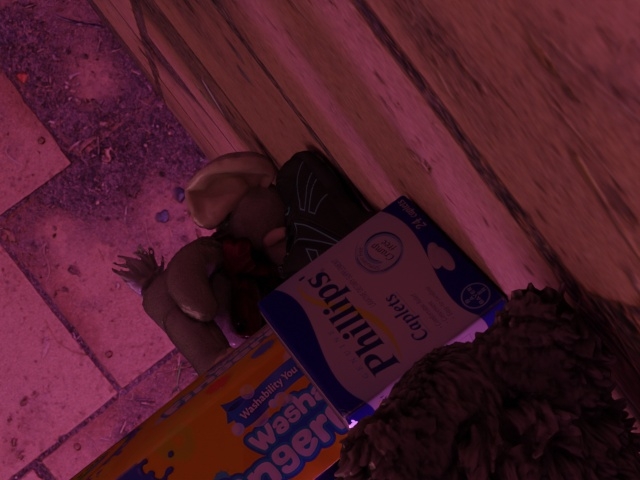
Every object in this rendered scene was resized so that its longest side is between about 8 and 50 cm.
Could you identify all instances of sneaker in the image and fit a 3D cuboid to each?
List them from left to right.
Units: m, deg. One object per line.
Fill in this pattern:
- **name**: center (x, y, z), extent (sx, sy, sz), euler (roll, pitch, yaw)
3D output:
- **sneaker**: center (0.000, 0.000, 1.200), extent (0.101, 0.106, 0.267), euler (53, 177, -30)

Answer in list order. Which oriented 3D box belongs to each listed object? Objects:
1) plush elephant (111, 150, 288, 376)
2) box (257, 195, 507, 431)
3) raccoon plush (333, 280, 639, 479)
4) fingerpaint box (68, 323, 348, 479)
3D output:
- **plush elephant**: center (-0.093, 0.041, 1.746), extent (0.330, 0.255, 0.272), euler (42, 180, 31)
- **box**: center (0.049, 0.060, 0.934), extent (0.126, 0.137, 0.072), euler (49, 174, 39)
- **raccoon plush**: center (0.206, 0.199, 0.667), extent (0.446, 0.216, 0.299), euler (13, 136, 35)
- **fingerpaint box**: center (-0.005, 0.285, 1.301), extent (0.371, 0.444, 0.163), euler (54, 174, -8)
